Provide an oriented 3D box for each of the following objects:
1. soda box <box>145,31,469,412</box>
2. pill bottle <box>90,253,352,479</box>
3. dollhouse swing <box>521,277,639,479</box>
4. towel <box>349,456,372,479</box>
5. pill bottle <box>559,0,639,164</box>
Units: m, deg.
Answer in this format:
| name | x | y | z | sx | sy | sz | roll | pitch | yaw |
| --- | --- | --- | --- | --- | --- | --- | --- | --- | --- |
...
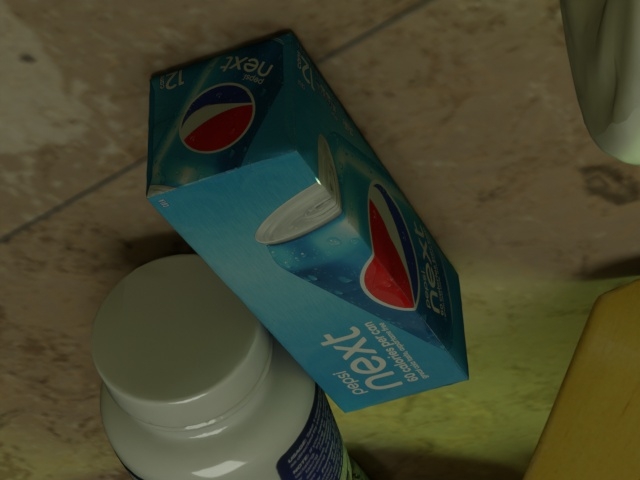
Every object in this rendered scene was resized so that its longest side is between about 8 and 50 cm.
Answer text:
| name | x | y | z | sx | sy | sz | roll | pitch | yaw |
| --- | --- | --- | --- | --- | --- | --- | --- | --- | --- |
| soda box | 0.000 | 0.000 | 0.708 | 0.071 | 0.067 | 0.210 | -16 | 144 | 18 |
| pill bottle | -0.052 | 0.092 | 0.797 | 0.112 | 0.112 | 0.187 | -8 | 145 | 7 |
| dollhouse swing | 0.240 | 0.230 | 0.849 | 0.347 | 0.305 | 0.315 | 21 | 161 | 15 |
| towel | -0.073 | 0.261 | 1.087 | 0.324 | 0.056 | 0.312 | -13 | 144 | 15 |
| pill bottle | 0.238 | -0.119 | 0.462 | 0.318 | 0.176 | 0.176 | -4 | 145 | 1 |
